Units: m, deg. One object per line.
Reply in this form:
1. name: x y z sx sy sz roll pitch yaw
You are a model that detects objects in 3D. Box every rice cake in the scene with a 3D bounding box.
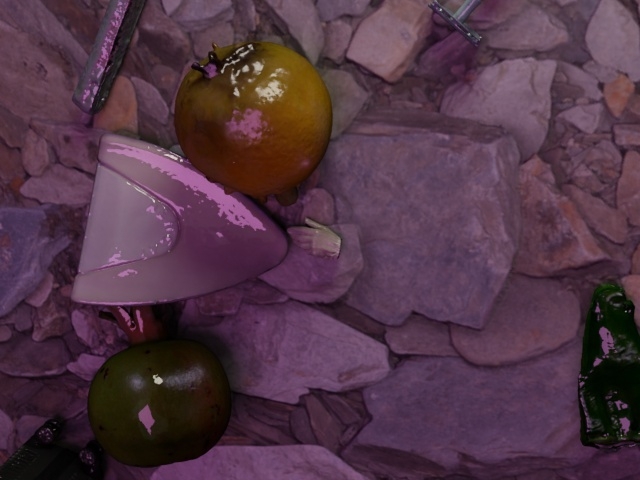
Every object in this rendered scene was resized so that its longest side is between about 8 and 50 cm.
1. rice cake: -0.235 -0.240 1.009 0.033 0.033 0.207 33 113 11

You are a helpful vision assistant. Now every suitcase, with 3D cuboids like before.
1. suitcase: -0.412 0.421 1.200 0.128 0.202 0.312 26 113 4

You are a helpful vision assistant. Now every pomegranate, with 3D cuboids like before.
1. pomegranate: -0.204 0.167 1.084 0.182 0.181 0.224 -16 85 19

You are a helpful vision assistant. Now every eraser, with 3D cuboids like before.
1. eraser: -0.160 -0.006 1.046 0.244 0.059 0.204 11 84 -4

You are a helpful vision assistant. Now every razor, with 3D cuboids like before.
1. razor: 0.179 -0.272 0.897 0.068 0.040 0.135 40 107 -3

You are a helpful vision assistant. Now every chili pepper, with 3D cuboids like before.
1. chili pepper: 0.342 0.153 0.995 0.108 0.062 0.216 -7 107 10

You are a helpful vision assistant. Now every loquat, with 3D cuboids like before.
1. loquat: -0.069 -0.122 0.950 0.172 0.149 0.204 -9 121 15

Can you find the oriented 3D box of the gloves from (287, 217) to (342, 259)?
1. gloves: -0.001 -0.001 1.040 0.081 0.037 0.044 11 76 16
